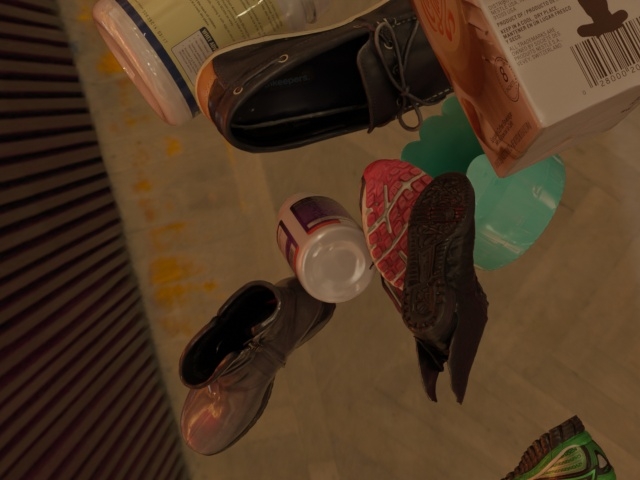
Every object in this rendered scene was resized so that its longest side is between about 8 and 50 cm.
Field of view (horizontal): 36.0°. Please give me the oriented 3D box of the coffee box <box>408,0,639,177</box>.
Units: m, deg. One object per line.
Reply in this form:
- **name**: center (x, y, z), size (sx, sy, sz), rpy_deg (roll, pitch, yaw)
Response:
- **coffee box**: center (0.115, -0.181, 0.642), size (0.098, 0.141, 0.246), rpy_deg (-24, 82, -4)

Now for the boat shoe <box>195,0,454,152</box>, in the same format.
- **boat shoe**: center (0.077, -0.232, 1.355), size (0.500, 0.156, 0.186), rpy_deg (-15, 129, -3)

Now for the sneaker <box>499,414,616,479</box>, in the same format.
- **sneaker**: center (0.394, 0.468, 1.759), size (0.146, 0.134, 0.343), rpy_deg (53, 139, 27)

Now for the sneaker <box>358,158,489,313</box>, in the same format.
- **sneaker**: center (0.109, 0.017, 1.240), size (0.121, 0.112, 0.299), rpy_deg (-37, 132, -12)

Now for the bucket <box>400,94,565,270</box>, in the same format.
- **bucket**: center (0.256, -0.094, 1.643), size (0.183, 0.281, 0.281), rpy_deg (32, 99, -21)

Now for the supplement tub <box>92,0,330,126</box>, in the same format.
- **supplement tub**: center (-0.171, -0.361, 1.578), size (0.325, 0.235, 0.235), rpy_deg (-36, 96, -8)

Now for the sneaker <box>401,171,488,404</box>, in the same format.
- **sneaker**: center (0.103, 0.038, 0.787), size (0.051, 0.089, 0.170), rpy_deg (-2, 61, 31)

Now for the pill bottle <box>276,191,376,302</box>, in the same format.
- **pill bottle**: center (0.000, 0.000, 1.336), size (0.108, 0.193, 0.108), rpy_deg (-5, 112, -13)

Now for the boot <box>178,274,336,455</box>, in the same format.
- **boot**: center (-0.134, 0.175, 1.357), size (0.118, 0.223, 0.338), rpy_deg (38, 106, 18)
